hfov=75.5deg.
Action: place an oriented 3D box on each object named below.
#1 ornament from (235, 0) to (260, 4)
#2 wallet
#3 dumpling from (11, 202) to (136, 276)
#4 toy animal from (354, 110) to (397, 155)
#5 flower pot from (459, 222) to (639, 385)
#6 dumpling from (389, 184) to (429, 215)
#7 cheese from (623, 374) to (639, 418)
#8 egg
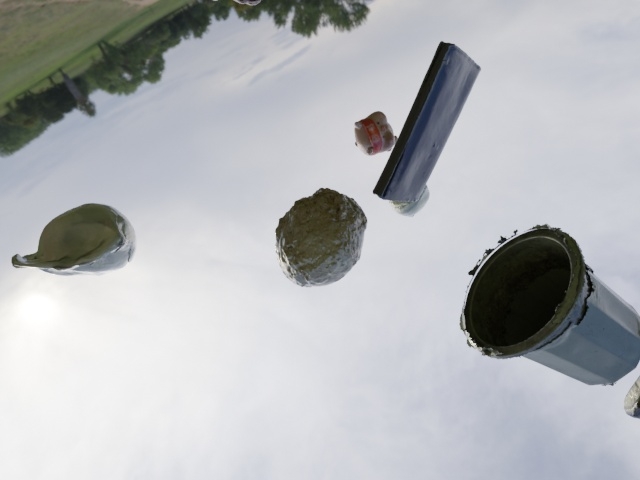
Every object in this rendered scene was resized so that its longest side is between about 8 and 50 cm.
[{"bbox_3d":[-0.228,-0.663,0.948,0.218,0.235,0.221,33,-90,20],"label":"ornament"},{"bbox_3d":[0.285,-0.296,1.112,0.062,0.406,0.228,36,-156,33],"label":"wallet"},{"bbox_3d":[-0.581,0.014,0.989,0.260,0.181,0.341,-23,-136,-23],"label":"dumpling"},{"bbox_3d":[0.213,-0.417,1.628,0.171,0.171,0.198,-10,-169,26],"label":"toy animal"},{"bbox_3d":[0.468,0.143,0.821,0.290,0.259,0.290,-58,-167,21],"label":"flower pot"},{"bbox_3d":[0.302,-0.181,1.480,0.131,0.252,0.179,-34,-104,-8],"label":"dumpling"},{"bbox_3d":[0.414,0.037,0.383,0.085,0.400,0.034,13,-150,13],"label":"cheese"},{"bbox_3d":[0.000,0.000,1.237,0.279,0.279,0.310,34,-81,54],"label":"egg"}]
